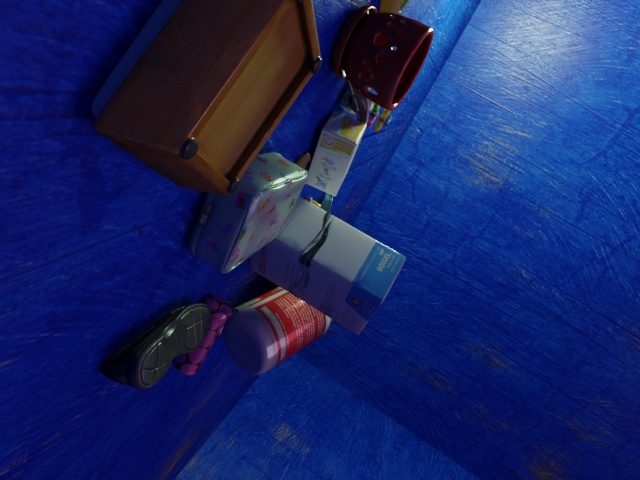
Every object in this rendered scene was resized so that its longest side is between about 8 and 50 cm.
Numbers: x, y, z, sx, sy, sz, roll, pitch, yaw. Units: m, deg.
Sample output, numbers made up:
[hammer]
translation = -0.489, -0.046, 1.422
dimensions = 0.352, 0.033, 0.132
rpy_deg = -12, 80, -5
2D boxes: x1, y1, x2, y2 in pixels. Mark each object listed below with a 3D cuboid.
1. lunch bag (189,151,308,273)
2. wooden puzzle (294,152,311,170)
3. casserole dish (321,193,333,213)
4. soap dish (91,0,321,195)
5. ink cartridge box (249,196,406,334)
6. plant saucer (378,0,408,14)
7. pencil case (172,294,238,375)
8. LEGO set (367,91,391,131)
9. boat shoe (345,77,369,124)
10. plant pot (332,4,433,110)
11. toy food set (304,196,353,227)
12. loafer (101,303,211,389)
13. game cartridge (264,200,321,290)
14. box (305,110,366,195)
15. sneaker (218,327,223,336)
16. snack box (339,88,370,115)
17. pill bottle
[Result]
[lunch bag]
translation = -0.147, -0.061, 0.915
dimensions = 0.224, 0.108, 0.279
rpy_deg = -58, 172, 25
[wooden puzzle]
translation = -0.054, -0.209, 1.240
dimensions = 0.078, 0.014, 0.116
rpy_deg = -52, 171, -12
[casserole dish]
translation = 0.019, -0.110, 1.788
dimensions = 0.114, 0.037, 0.188
rpy_deg = -78, 179, -61
[soap dish]
translation = -0.115, -0.201, 0.551
dimensions = 0.291, 0.118, 0.229
rpy_deg = -56, 172, -4
[ink cartridge box]
translation = 0.003, 0.066, 1.275
dimensions = 0.166, 0.395, 0.285
rpy_deg = -56, 172, -28
[plant saucer]
translation = 0.213, -0.648, 1.071
dimensions = 0.188, 0.045, 0.188
rpy_deg = -56, 171, -11
[pencil case]
translation = -0.311, 0.249, 1.179
dimensions = 0.209, 0.095, 0.098
rpy_deg = -57, -172, 9
[LEGO set]
translation = 0.208, -0.448, 1.634
dimensions = 0.093, 0.087, 0.227
rpy_deg = -58, 171, 3
[boat shoe]
translation = 0.098, -0.389, 1.202
dimensions = 0.206, 0.065, 0.075
rpy_deg = 77, 8, -63
[plant pot]
translation = 0.134, -0.419, 1.001
dimensions = 0.191, 0.174, 0.191
rpy_deg = -56, 172, -12
[toy food set]
translation = 0.000, 0.000, 1.585
dimensions = 0.306, 0.092, 0.220
rpy_deg = 31, 79, -54
[loafer]
translation = -0.336, 0.208, 0.949
dimensions = 0.302, 0.095, 0.109
rpy_deg = -46, 136, -72
[game cartridge]
translation = -0.106, 0.023, 1.689
dimensions = 0.324, 0.052, 0.285
rpy_deg = -57, 172, -21
[box]
translation = 0.042, -0.248, 1.278
dimensions = 0.203, 0.103, 0.114
rpy_deg = 113, 2, -49
[sneaker]
translation = -0.297, 0.219, 1.294
dimensions = 0.152, 0.053, 0.061
rpy_deg = 118, -6, -45
[snack box]
translation = 0.112, -0.437, 1.280
dimensions = 0.141, 0.037, 0.100
rpy_deg = -59, 170, 11
[pill bottle]
translation = -0.115, 0.271, 1.539
dimensions = 0.407, 0.229, 0.229
rpy_deg = -23, 149, -43
